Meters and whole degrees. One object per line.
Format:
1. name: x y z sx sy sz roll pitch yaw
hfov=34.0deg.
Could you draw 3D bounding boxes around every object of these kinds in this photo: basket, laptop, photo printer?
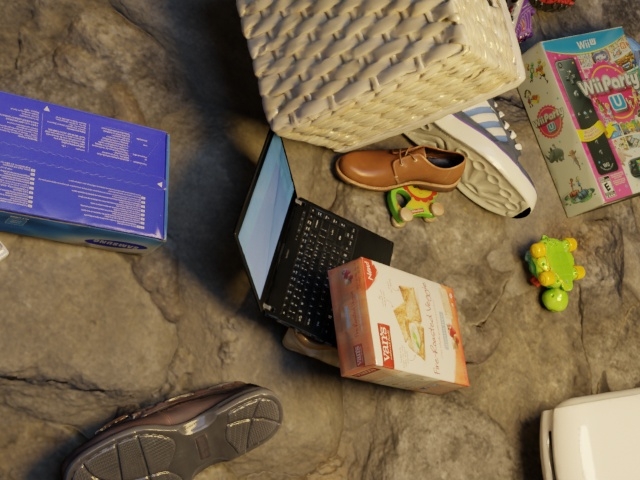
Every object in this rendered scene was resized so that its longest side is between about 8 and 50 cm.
1. basket: 0.069 -0.331 1.499 0.266 0.331 0.328 -2 74 -64
2. laptop: 0.000 0.000 1.477 0.264 0.136 0.234 26 48 -11
3. photo printer: 0.481 0.362 1.641 0.307 0.107 0.256 -2 75 -30

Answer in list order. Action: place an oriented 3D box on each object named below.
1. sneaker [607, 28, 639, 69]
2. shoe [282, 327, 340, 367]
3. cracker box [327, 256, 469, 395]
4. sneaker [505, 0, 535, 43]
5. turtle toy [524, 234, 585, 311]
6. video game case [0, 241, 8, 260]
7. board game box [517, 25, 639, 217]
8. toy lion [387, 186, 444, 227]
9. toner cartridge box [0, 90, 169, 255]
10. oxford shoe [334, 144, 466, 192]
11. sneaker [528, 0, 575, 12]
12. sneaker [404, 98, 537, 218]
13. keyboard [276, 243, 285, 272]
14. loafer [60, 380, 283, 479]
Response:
1. sneaker: 0.585 -0.302 1.981 0.082 0.069 0.209 -32 91 -29
2. shoe: 0.044 0.150 1.540 0.219 0.058 0.077 13 48 -30
3. cracker box: 0.114 0.127 1.490 0.232 0.067 0.156 18 57 -47
4. sneaker: 0.350 -0.374 1.874 0.071 0.068 0.170 39 59 -20
5. turtle toy: 0.387 0.055 1.753 0.095 0.066 0.130 -7 78 -31
6. video game case: -0.519 0.003 1.282 0.201 0.023 0.183 -42 97 -33
7. board game box: 0.497 -0.217 1.887 0.224 0.097 0.303 -17 82 -33
8. toy lion: 0.149 -0.075 1.684 0.100 0.034 0.096 -11 73 -31
9. toner cartridge box: -0.369 -0.092 1.350 0.347 0.075 0.165 12 66 -30
10. oxford shoe: 0.127 -0.124 1.645 0.212 0.076 0.076 -1 59 -16
11. sneaker: 0.358 -0.525 1.926 0.262 0.104 0.125 32 44 -22
12. sneaker: 0.274 -0.218 1.739 0.323 0.130 0.236 40 63 -6
13. keyboard: 0.049 0.076 1.589 0.256 0.014 0.072 20 70 -23
14. loafer: -0.197 0.257 1.358 0.302 0.095 0.109 -16 113 -28
